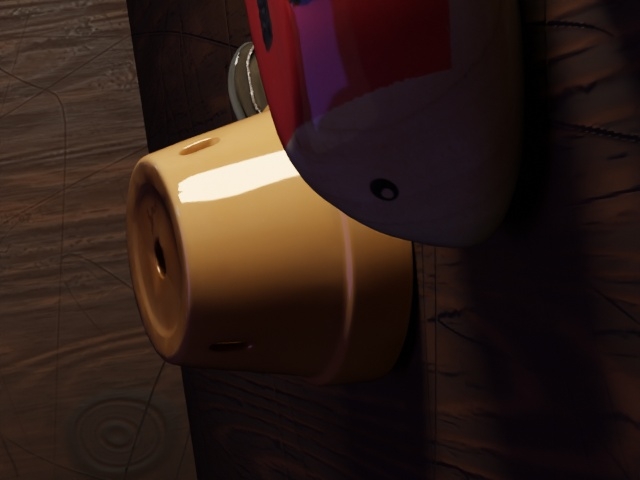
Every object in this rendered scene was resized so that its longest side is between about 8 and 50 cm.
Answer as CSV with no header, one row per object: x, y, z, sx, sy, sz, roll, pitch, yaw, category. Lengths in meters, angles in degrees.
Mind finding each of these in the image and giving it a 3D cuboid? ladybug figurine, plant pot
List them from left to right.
-0.062,0.008,1.640,0.291,0.203,0.291,172,90,-69,plant pot
0.029,-0.208,1.265,0.305,0.162,0.449,122,138,-72,ladybug figurine

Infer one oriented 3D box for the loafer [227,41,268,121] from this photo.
-0.041,-0.132,1.891,0.078,0.080,0.220,-35,58,40,loafer
